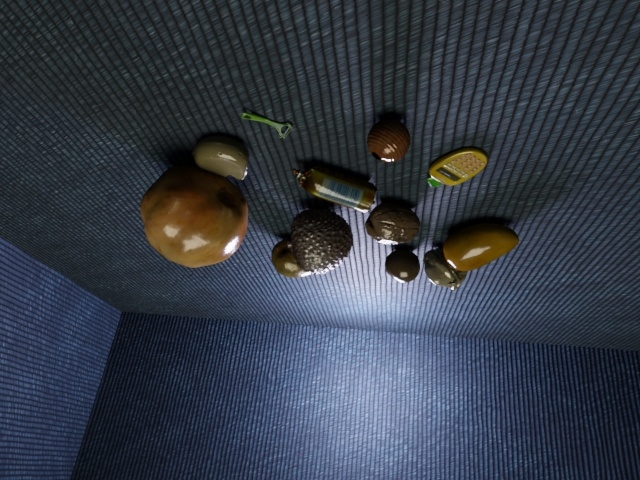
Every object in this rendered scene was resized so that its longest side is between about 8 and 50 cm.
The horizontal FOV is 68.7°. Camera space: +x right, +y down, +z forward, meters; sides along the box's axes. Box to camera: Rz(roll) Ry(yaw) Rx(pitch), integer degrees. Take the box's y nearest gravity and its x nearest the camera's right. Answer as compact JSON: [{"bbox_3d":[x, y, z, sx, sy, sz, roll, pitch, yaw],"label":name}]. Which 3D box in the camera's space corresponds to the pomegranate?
[{"bbox_3d":[-0.477,-0.088,1.784,0.412,0.411,0.411,6,154,3],"label":"pomegranate"}]

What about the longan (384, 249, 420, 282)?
[{"bbox_3d":[0.392,0.121,2.246,0.167,0.167,0.187,22,164,-28],"label":"longan"}]

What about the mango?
[{"bbox_3d":[0.660,0.022,1.962,0.317,0.172,0.211,-25,141,38],"label":"mango"}]

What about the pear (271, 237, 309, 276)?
[{"bbox_3d":[-0.126,0.084,2.262,0.229,0.188,0.211,-10,162,31],"label":"pear"}]

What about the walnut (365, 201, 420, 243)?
[{"bbox_3d":[0.299,-0.065,1.887,0.231,0.178,0.178,11,155,-21],"label":"walnut"}]

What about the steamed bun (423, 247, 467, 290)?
[{"bbox_3d":[0.587,0.113,2.150,0.218,0.211,0.144,20,126,-22],"label":"steamed bun"}]

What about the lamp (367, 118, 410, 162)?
[{"bbox_3d":[0.209,-0.305,1.437,0.136,0.136,0.136,6,154,3],"label":"lamp"}]

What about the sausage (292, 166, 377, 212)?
[{"bbox_3d":[0.042,-0.202,1.723,0.317,0.117,0.125,18,177,-15],"label":"sausage"}]

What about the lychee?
[{"bbox_3d":[-0.002,0.003,1.963,0.300,0.300,0.300,6,154,3],"label":"lychee"}]

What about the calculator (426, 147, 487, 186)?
[{"bbox_3d":[0.461,-0.247,1.609,0.146,0.032,0.235,23,149,-28],"label":"calculator"}]

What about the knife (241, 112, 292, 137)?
[{"bbox_3d":[-0.176,-0.379,1.511,0.166,0.022,0.078,16,146,-22],"label":"knife"}]

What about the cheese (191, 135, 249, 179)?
[{"bbox_3d":[-0.352,-0.297,1.653,0.203,0.091,0.175,12,154,-7],"label":"cheese"}]
